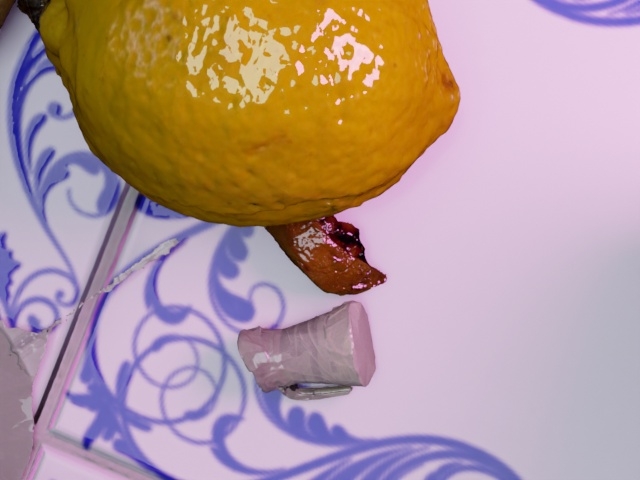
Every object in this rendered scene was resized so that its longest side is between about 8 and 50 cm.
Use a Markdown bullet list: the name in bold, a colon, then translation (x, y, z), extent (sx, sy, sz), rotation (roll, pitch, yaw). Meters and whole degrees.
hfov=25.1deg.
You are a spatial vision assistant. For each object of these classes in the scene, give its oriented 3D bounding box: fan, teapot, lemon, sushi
- **fan**: translation (-0.221, 0.084, 0.978), extent (0.310, 0.010, 0.182), rotation (-32, 88, 8)
- **teapot**: translation (-0.009, 0.076, 0.940), extent (0.083, 0.057, 0.067), rotation (-8, 119, 11)
- **lemon**: translation (-0.044, -0.109, 0.865), extent (0.260, 0.204, 0.204), rotation (11, 92, 6)
- **sushi**: translation (0.000, 0.000, 0.938), extent (0.047, 0.050, 0.099), rotation (-43, 97, -1)

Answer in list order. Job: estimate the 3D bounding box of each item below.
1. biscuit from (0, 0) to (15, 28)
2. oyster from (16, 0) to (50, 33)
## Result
- **biscuit**: translation (-0.288, -0.208, 0.959), extent (0.212, 0.036, 0.212), rotation (1, 95, 14)
- **oyster**: translation (-0.166, -0.164, 0.961), extent (0.132, 0.029, 0.086), rotation (45, 95, 7)
